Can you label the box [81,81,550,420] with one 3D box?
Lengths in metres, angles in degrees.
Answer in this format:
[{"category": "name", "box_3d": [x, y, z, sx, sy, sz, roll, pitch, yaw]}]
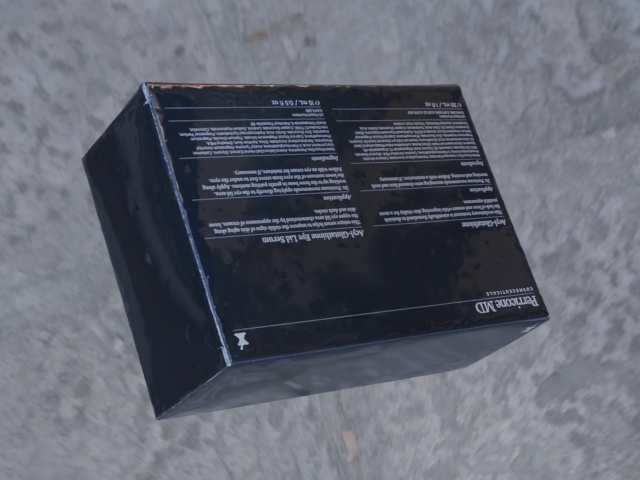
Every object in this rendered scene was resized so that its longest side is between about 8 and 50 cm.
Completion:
[{"category": "box", "box_3d": [0.000, 0.000, 0.885, 0.261, 0.103, 0.184, -4, 65, -37]}]
